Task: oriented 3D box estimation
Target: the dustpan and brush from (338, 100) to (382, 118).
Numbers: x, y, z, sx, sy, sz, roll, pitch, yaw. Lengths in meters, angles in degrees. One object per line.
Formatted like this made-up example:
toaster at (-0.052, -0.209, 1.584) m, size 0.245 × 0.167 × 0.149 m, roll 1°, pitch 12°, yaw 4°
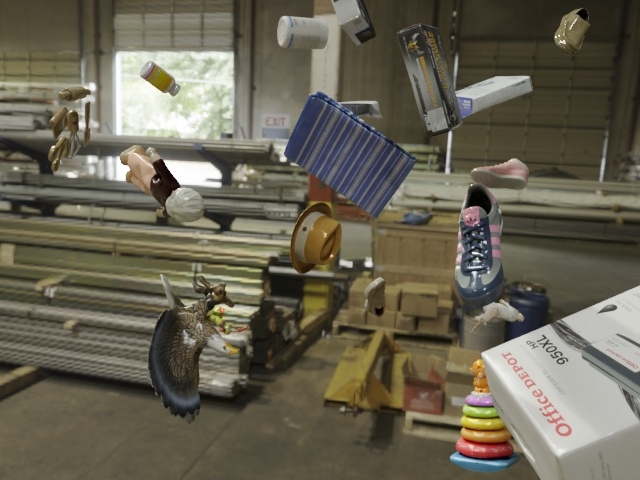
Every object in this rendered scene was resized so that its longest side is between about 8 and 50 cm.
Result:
dustpan and brush at (0.136, -0.390, 1.722) m, size 0.147 × 0.060 × 0.211 m, roll 8°, pitch 19°, yaw 31°

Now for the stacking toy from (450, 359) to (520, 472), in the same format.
stacking toy at (0.473, 0.500, 1.662) m, size 0.175 × 0.302 × 0.165 m, roll -6°, pitch -9°, yaw 32°

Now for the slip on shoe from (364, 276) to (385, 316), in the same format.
slip on shoe at (0.122, 0.125, 1.224) m, size 0.051 × 0.135 × 0.041 m, roll -32°, pitch 64°, yaw -21°

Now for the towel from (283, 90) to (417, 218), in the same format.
towel at (0.071, -0.229, 1.572) m, size 0.336 × 0.243 × 0.040 m, roll 34°, pitch 43°, yaw 2°

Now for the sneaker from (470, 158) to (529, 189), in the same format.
sneaker at (0.435, -0.164, 1.375) m, size 0.134 × 0.051 × 0.070 m, roll 12°, pitch 54°, yaw 25°

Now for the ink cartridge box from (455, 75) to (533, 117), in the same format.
ink cartridge box at (0.434, -0.398, 1.584) m, size 0.223 × 0.045 × 0.223 m, roll -22°, pitch 17°, yaw -1°

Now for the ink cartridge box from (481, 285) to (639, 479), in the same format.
ink cartridge box at (0.539, 0.267, 1.032) m, size 0.394 × 0.166 × 0.285 m, roll -23°, pitch 27°, yaw -1°

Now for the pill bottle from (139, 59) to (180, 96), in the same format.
pill bottle at (-0.345, -0.347, 1.234) m, size 0.083 × 0.043 × 0.043 m, roll 34°, pitch -12°, yaw -38°

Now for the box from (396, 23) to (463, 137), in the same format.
box at (0.250, -0.355, 1.272) m, size 0.056 × 0.231 × 0.183 m, roll -13°, pitch 10°, yaw 27°

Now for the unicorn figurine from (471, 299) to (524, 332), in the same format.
unicorn figurine at (0.420, 0.170, 1.377) m, size 0.161 × 0.060 × 0.111 m, roll 1°, pitch 18°, yaw -10°

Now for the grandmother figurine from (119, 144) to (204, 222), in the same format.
grandmother figurine at (-0.419, -0.148, 1.515) m, size 0.104 × 0.208 × 0.342 m, roll -35°, pitch 48°, yaw -23°

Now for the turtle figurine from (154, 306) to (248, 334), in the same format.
turtle figurine at (-0.355, 0.237, 1.668) m, size 0.217 × 0.087 × 0.269 m, roll -17°, pitch 20°, yaw -42°

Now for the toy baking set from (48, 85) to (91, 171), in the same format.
toy baking set at (-0.590, -0.270, 1.341) m, size 0.030 × 0.197 × 0.256 m, roll 20°, pitch 20°, yaw -8°

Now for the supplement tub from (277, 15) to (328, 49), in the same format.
supplement tub at (-0.042, -0.490, 1.349) m, size 0.107 × 0.071 × 0.071 m, roll -4°, pitch 11°, yaw -24°

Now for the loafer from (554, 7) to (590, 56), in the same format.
loafer at (0.535, -0.446, 1.207) m, size 0.056 × 0.148 × 0.050 m, roll 30°, pitch -36°, yaw -12°

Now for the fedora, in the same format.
fedora at (0.000, 0.000, 1.458) m, size 0.079 × 0.195 × 0.194 m, roll 18°, pitch 16°, yaw 29°

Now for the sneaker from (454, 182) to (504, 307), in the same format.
sneaker at (0.344, 0.002, 1.275) m, size 0.112 × 0.131 × 0.319 m, roll -12°, pitch 37°, yaw 26°

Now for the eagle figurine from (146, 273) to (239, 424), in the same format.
eagle figurine at (-0.288, 0.232, 1.256) m, size 0.225 × 0.298 × 0.226 m, roll 6°, pitch -28°, yaw 45°

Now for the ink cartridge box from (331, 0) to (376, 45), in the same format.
ink cartridge box at (0.043, -0.676, 1.439) m, size 0.065 × 0.333 × 0.165 m, roll -22°, pitch -5°, yaw 18°
